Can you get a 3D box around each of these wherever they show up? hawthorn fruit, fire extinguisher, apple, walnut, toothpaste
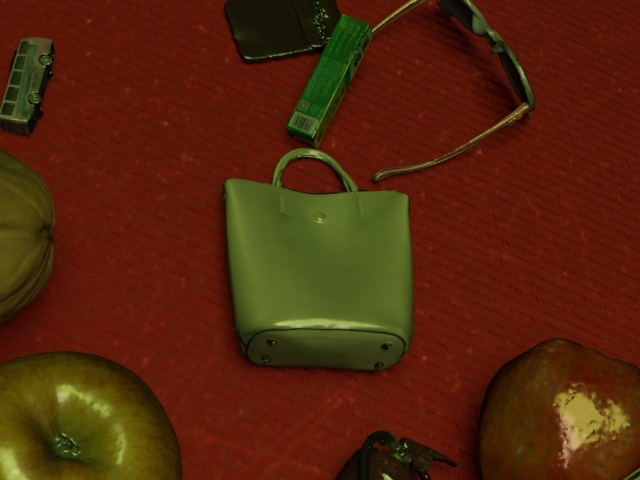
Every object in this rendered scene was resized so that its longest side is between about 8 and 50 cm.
[{"bbox_3d":[0.265,0.246,1.244,0.211,0.210,0.262,19,67,-2],"label":"hawthorn fruit"},{"bbox_3d":[0.029,0.338,1.206,0.341,0.105,0.141,-49,113,-29],"label":"fire extinguisher"},{"bbox_3d":[-0.263,0.232,1.110,0.265,0.264,0.264,5,62,-10],"label":"apple"},{"bbox_3d":[-0.418,-0.005,1.217,0.261,0.225,0.224,-4,64,-8],"label":"walnut"},{"bbox_3d":[0.013,-0.209,1.482,0.043,0.037,0.178,22,77,17],"label":"toothpaste"}]

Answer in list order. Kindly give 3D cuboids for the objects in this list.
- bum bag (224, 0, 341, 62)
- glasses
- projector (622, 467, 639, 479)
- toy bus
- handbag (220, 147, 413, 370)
[{"bbox_3d":[-0.046,-0.301,1.554,0.159,0.026,0.109,-13,68,-18],"label":"bum bag"},{"bbox_3d":[0.137,-0.210,1.544,0.268,0.118,0.234,-33,74,-3],"label":"glasses"},{"bbox_3d":[0.304,0.388,1.162,0.257,0.259,0.079,-27,30,-23],"label":"projector"},{"bbox_3d":[-0.369,-0.196,1.423,0.052,0.037,0.130,9,63,-3],"label":"toy bus"},{"bbox_3d":[0.000,0.000,1.369,0.241,0.109,0.315,4,59,-11],"label":"handbag"}]
